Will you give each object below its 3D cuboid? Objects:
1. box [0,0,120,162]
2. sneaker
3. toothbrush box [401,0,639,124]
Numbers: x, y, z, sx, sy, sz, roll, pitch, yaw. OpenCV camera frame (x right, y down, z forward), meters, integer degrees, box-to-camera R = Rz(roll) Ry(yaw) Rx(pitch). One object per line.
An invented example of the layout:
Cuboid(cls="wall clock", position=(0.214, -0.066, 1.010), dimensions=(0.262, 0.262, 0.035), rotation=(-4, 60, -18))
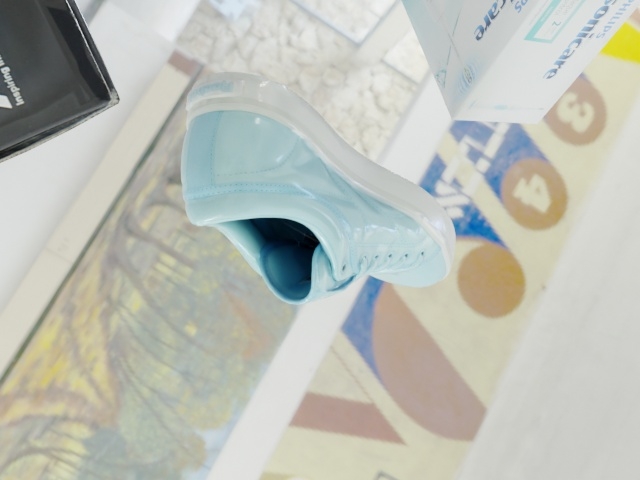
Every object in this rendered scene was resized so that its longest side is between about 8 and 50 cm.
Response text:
Cuboid(cls="box", position=(-0.223, -0.237, 0.424), dimensions=(0.097, 0.395, 0.318), rotation=(-26, -162, -8))
Cuboid(cls="sneaker", position=(0.000, 0.000, 0.821), dimensions=(0.135, 0.366, 0.150), rotation=(-8, -117, 39))
Cuboid(cls="toothbrush box", position=(0.193, -0.305, 0.973), dimensions=(0.216, 0.126, 0.296), rotation=(-55, -135, 50))
